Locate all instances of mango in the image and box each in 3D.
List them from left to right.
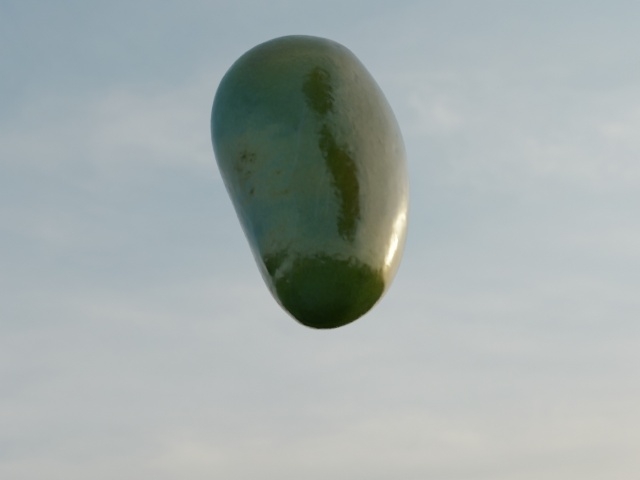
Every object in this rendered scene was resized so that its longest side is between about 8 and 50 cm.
[{"bbox_3d":[-0.001,-0.048,0.969,0.156,0.251,0.114,13,-41,-39],"label":"mango"}]
